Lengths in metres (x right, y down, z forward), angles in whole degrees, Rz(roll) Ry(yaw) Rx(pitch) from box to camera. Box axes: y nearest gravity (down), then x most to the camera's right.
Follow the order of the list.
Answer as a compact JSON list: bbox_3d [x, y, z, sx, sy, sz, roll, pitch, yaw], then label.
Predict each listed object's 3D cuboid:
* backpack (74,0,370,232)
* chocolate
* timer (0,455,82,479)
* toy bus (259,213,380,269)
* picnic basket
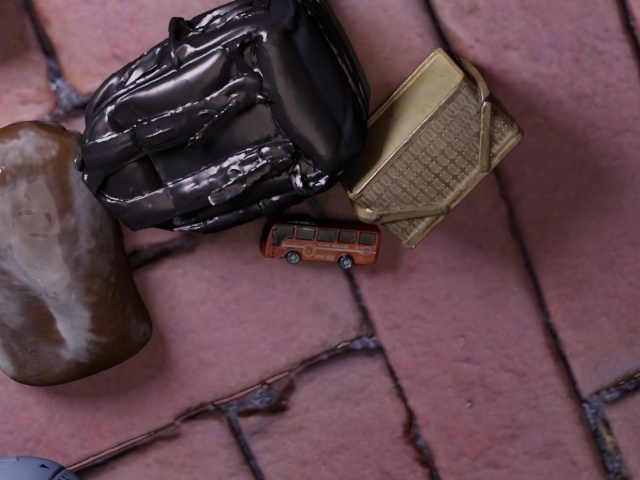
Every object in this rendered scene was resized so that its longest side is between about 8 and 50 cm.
[{"bbox_3d":[-0.088,-0.101,1.636,0.258,0.133,0.206,-25,113,9],"label":"backpack"},{"bbox_3d":[-0.251,0.023,1.679,0.157,0.080,0.254,-17,116,-2],"label":"chocolate"},{"bbox_3d":[-0.322,0.261,1.731,0.255,0.175,0.175,23,108,-18],"label":"timer"},{"bbox_3d":[0.000,0.000,1.742,0.110,0.031,0.043,5,110,-14],"label":"toy bus"},{"bbox_3d":[0.094,-0.083,1.675,0.079,0.115,0.164,41,101,-21],"label":"picnic basket"}]
